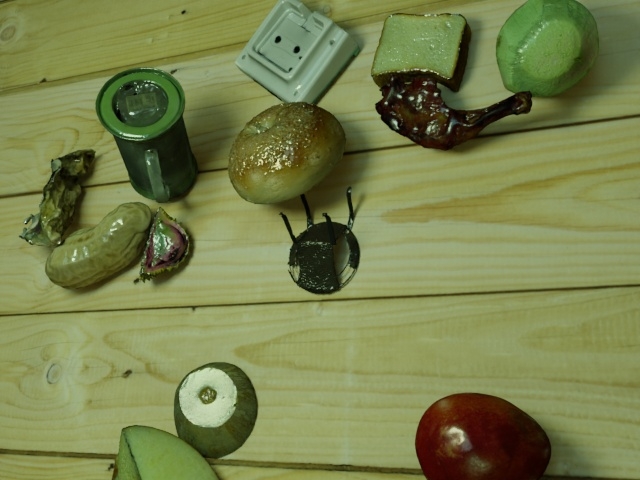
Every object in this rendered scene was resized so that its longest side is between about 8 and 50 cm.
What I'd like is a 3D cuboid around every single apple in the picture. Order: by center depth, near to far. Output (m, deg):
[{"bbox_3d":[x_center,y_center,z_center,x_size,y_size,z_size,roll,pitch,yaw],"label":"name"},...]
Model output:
[{"bbox_3d":[-0.330,0.565,1.590,0.254,0.179,0.346,-33,58,-4],"label":"apple"}]

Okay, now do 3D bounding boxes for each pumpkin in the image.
[{"bbox_3d":[-0.254,0.366,1.675,0.217,0.110,0.217,-9,63,18],"label":"pumpkin"}]

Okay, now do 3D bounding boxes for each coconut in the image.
[{"bbox_3d":[0.470,-0.406,1.569,0.205,0.236,0.235,-6,68,9],"label":"coconut"}]

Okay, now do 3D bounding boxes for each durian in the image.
[{"bbox_3d":[-0.381,0.025,1.878,0.108,0.119,0.186,14,78,-10],"label":"durian"}]

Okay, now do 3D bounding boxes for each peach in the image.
[{"bbox_3d":[0.288,0.374,1.345,0.244,0.243,0.199,1,78,25],"label":"peach"}]

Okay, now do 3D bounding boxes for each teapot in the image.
[{"bbox_3d":[-0.401,-0.216,1.828,0.200,0.337,0.270,-12,66,-7],"label":"teapot"}]

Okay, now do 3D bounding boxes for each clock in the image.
[{"bbox_3d":[-0.072,-0.479,1.899,0.262,0.116,0.231,40,91,32],"label":"clock"}]

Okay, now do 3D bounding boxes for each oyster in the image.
[{"bbox_3d":[-0.696,-0.105,1.995,0.238,0.115,0.351,-55,25,27],"label":"oyster"}]

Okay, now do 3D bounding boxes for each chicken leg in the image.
[{"bbox_3d":[0.281,-0.276,1.647,0.407,0.096,0.157,16,102,45],"label":"chicken leg"}]

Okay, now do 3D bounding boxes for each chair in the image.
[{"bbox_3d":[0.000,0.000,1.704,0.174,0.149,0.213,2,114,23],"label":"chair"}]

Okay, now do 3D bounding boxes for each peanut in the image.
[{"bbox_3d":[-0.559,0.014,1.928,0.325,0.140,0.153,-35,44,7],"label":"peanut"}]

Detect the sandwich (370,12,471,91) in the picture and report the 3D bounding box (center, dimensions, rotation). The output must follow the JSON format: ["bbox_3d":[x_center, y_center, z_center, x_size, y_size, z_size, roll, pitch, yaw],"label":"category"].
[{"bbox_3d":[0.238,-0.445,1.771,0.215,0.065,0.186,6,73,27],"label":"sandwich"}]

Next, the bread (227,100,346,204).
[{"bbox_3d":[-0.092,-0.212,1.733,0.306,0.158,0.305,-26,33,18],"label":"bread"}]
